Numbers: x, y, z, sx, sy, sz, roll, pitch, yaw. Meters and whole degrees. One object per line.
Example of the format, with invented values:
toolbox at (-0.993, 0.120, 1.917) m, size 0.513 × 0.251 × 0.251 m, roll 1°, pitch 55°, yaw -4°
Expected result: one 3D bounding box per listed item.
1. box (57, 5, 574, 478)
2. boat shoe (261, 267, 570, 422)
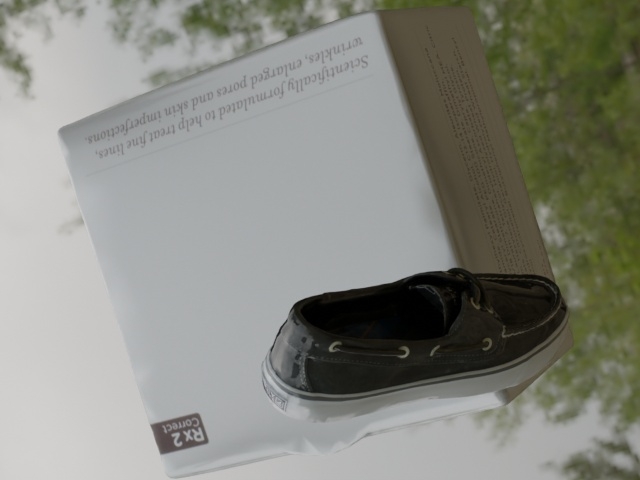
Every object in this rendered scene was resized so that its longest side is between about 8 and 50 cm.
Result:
box at (0.000, 0.000, 0.711) m, size 0.119 × 0.181 × 0.182 m, roll -22°, pitch -85°, yaw -64°
boat shoe at (0.043, 0.033, 0.562) m, size 0.049 × 0.142 × 0.040 m, roll 47°, pitch 136°, yaw 36°
